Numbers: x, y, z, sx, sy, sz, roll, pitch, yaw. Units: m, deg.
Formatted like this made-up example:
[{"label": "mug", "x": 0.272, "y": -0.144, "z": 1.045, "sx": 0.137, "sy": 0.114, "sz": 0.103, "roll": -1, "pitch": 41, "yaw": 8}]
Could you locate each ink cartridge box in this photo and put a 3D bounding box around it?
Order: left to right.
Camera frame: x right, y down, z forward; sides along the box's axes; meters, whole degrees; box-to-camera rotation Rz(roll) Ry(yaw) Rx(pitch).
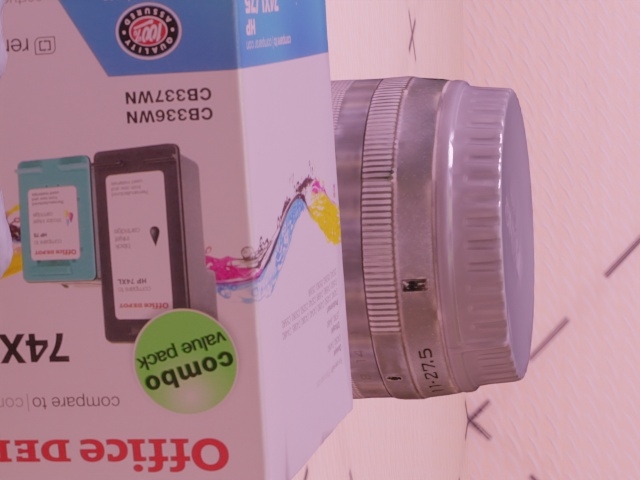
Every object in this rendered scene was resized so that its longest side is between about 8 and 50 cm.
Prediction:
[{"label": "ink cartridge box", "x": -0.104, "y": -0.014, "z": 0.895, "sx": 0.197, "sy": 0.198, "sz": 0.270, "roll": -35, "pitch": 121, "yaw": -75}]

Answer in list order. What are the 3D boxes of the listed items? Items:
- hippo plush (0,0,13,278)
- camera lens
[{"label": "hippo plush", "x": -0.207, "y": -0.116, "z": 0.521, "sx": 0.294, "sy": 0.234, "sz": 0.236, "roll": -59, "pitch": -135, "yaw": 44}, {"label": "camera lens", "x": 0.000, "y": 0.000, "z": 1.166, "sx": 0.219, "sy": 0.274, "sz": 0.219, "roll": -2, "pitch": 90, "yaw": -77}]
